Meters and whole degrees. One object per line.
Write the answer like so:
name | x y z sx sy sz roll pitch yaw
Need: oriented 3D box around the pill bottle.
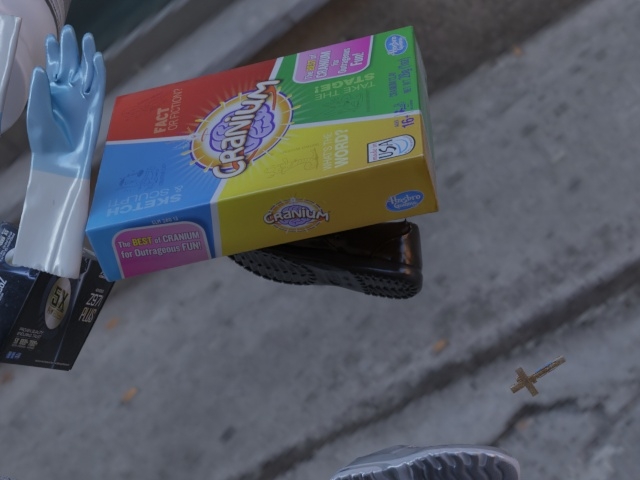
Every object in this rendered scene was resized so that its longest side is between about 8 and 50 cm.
pill bottle | -0.424 -0.290 1.870 0.210 0.210 0.363 -32 31 22

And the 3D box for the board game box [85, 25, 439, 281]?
board game box | -0.052 -0.086 1.432 0.316 0.064 0.242 -13 35 9

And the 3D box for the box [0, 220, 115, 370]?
box | -0.335 0.069 1.778 0.077 0.180 0.147 27 90 21

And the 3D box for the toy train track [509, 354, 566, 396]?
toy train track | 0.290 0.177 2.003 0.083 0.048 0.014 -32 19 8

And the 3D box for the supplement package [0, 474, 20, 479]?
supplement package | -0.307 0.234 1.203 0.105 0.179 0.105 -179 108 -75

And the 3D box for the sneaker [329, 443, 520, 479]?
sneaker | 0.150 0.321 2.132 0.281 0.105 0.115 -7 21 22

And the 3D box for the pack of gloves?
pack of gloves | -0.293 -0.094 1.389 0.195 0.046 0.232 11 94 31

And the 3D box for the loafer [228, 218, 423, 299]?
loafer | 0.000 0.000 1.457 0.220 0.080 0.078 12 68 13
